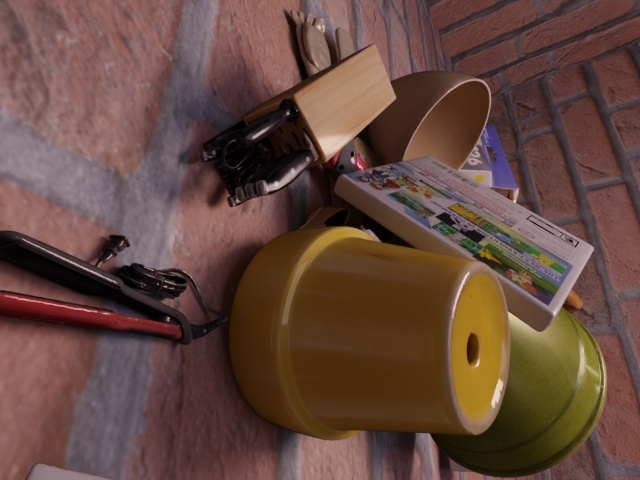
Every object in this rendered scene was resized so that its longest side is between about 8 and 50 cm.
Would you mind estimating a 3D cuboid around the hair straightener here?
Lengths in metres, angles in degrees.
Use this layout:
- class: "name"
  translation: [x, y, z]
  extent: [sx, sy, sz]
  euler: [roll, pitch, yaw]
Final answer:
- class: "hair straightener"
  translation: [-0.161, 0.036, 0.363]
  extent: [0.230, 0.047, 0.089]
  euler: [30, 52, -52]

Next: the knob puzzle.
- class: "knob puzzle"
  translation: [0.079, -0.114, 0.855]
  extent: [0.213, 0.029, 0.214]
  euler: [16, 67, -43]

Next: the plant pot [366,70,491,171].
- class: "plant pot"
  translation: [0.215, -0.262, 0.959]
  extent: [0.191, 0.284, 0.284]
  euler: [44, 13, 32]

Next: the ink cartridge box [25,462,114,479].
- class: "ink cartridge box"
  translation: [-0.089, 0.292, 0.240]
  extent: [0.274, 0.060, 0.239]
  euler: [26, 48, -19]

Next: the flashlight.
- class: "flashlight"
  translation: [0.075, -0.126, 0.759]
  extent: [0.304, 0.103, 0.103]
  euler: [43, 48, -28]

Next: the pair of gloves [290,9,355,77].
- class: "pair of gloves"
  translation: [0.025, -0.357, 0.886]
  extent: [0.240, 0.042, 0.205]
  euler: [-14, 92, -59]

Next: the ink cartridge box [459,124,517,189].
- class: "ink cartridge box"
  translation: [0.368, -0.269, 1.171]
  extent: [0.072, 0.306, 0.304]
  euler: [89, 4, -47]

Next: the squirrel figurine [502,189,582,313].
- class: "squirrel figurine"
  translation: [0.413, -0.014, 1.077]
  extent: [0.396, 0.281, 0.371]
  euler: [38, 47, -10]

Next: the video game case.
- class: "video game case"
  translation: [0.230, -0.029, 0.650]
  extent: [0.329, 0.036, 0.299]
  euler: [38, 35, 25]

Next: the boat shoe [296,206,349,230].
- class: "boat shoe"
  translation: [0.000, 0.000, 0.639]
  extent: [0.068, 0.072, 0.190]
  euler: [59, 33, -27]

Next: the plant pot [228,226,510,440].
- class: "plant pot"
  translation: [0.067, 0.107, 0.479]
  extent: [0.253, 0.238, 0.255]
  euler: [3, 85, -48]

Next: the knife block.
- class: "knife block"
  translation: [-0.011, -0.148, 0.530]
  extent: [0.088, 0.275, 0.242]
  euler: [62, 2, -23]

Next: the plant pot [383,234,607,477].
- class: "plant pot"
  translation: [0.244, 0.163, 0.757]
  extent: [0.353, 0.366, 0.367]
  euler: [44, 40, -26]

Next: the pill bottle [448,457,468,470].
- class: "pill bottle"
  translation: [0.343, 0.412, 0.989]
  extent: [0.131, 0.131, 0.230]
  euler: [38, 45, -48]
